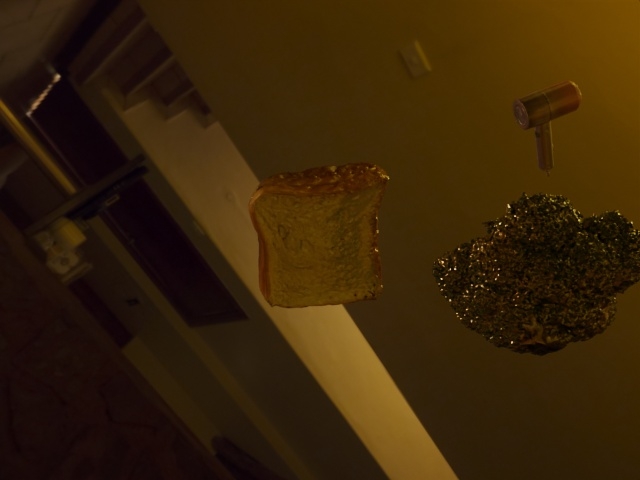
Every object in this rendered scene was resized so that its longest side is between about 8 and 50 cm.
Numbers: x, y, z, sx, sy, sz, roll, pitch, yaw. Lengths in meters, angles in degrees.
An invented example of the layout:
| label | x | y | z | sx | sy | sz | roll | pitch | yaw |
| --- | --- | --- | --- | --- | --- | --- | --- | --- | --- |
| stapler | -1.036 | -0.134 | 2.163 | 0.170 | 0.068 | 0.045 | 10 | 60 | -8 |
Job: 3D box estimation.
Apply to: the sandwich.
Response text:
| label | x | y | z | sx | sy | sz | roll | pitch | yaw |
| --- | --- | --- | --- | --- | --- | --- | --- | --- | --- |
| sandwich | 0.000 | 0.000 | 0.882 | 0.227 | 0.251 | 0.087 | -3 | -146 | 1 |

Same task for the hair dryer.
| label | x | y | z | sx | sy | sz | roll | pitch | yaw |
| --- | --- | --- | --- | --- | --- | --- | --- | --- | --- |
| hair dryer | 0.265 | -0.122 | 0.607 | 0.063 | 0.114 | 0.037 | -20 | -145 | 2 |

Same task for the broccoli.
| label | x | y | z | sx | sy | sz | roll | pitch | yaw |
| --- | --- | --- | --- | --- | --- | --- | --- | --- | --- |
| broccoli | 0.185 | 0.027 | 0.441 | 0.162 | 0.146 | 0.137 | -29 | -144 | 42 |
